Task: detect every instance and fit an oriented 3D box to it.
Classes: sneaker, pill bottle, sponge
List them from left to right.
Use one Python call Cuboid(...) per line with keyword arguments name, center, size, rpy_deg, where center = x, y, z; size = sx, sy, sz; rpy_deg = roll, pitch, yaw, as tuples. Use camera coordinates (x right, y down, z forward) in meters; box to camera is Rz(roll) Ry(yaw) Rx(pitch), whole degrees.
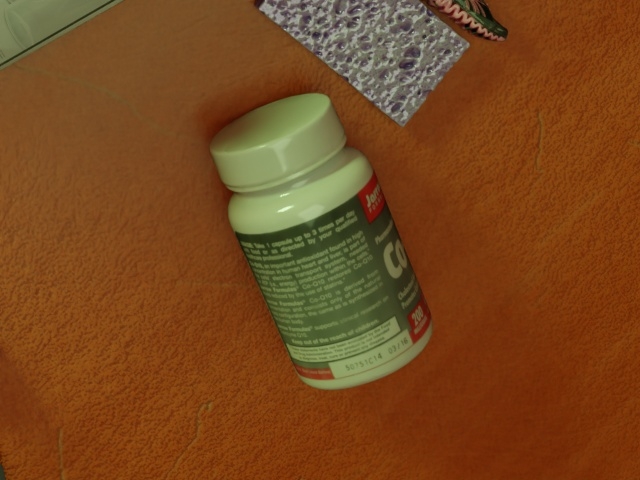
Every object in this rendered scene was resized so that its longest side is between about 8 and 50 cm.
Cuboid(name="pill bottle", center=(0.000, 0.000, 1.562), size=(0.161, 0.161, 0.283), rpy_deg=(-24, 111, -4))
Cuboid(name="sponge", center=(0.045, -0.229, 1.566), size=(0.210, 0.031, 0.117), rpy_deg=(37, 99, -21))
Cuboid(name="sneaker", center=(0.159, -0.257, 1.579), size=(0.119, 0.047, 0.057), rpy_deg=(32, 87, -21))

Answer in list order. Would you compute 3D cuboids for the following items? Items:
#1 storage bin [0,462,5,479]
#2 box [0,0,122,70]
Cuboid(name="storage bin", center=(-0.396, 0.308, 1.622), size=(0.091, 0.098, 0.135), rpy_deg=(2, 110, 16))
Cuboid(name="box", center=(-0.245, -0.309, 1.442), size=(0.290, 0.087, 0.169), rpy_deg=(-29, 117, -2))
